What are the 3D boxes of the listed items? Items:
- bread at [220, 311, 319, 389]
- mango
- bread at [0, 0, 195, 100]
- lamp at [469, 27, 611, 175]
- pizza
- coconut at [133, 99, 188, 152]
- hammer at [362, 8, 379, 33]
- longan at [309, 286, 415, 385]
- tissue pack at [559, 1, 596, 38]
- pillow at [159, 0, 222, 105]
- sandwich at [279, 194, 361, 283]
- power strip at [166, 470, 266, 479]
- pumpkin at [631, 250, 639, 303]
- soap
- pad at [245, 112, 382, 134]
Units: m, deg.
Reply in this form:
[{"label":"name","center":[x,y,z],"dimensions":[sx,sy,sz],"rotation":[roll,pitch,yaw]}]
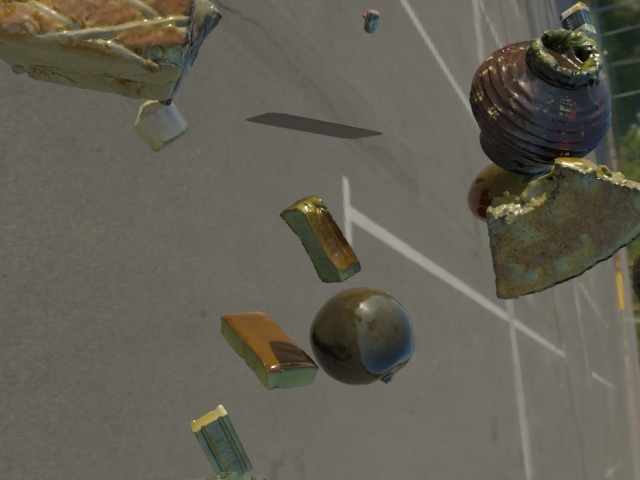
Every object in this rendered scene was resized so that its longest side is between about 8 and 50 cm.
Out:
[{"label":"bread","center":[-0.144,0.287,1.959],"dimensions":[0.138,0.361,0.077],"rotation":[0,107,-27]},{"label":"mango","center":[0.378,-0.109,1.470],"dimensions":[0.289,0.146,0.129],"rotation":[93,-24,-77]},{"label":"bread","center":[-0.422,-0.487,1.436],"dimensions":[0.279,0.390,0.370],"rotation":[141,-44,-82]},{"label":"lamp","center":[0.363,-0.231,1.220],"dimensions":[0.247,0.247,0.246],"rotation":[-10,90,-68]},{"label":"pizza","center":[0.378,-0.034,1.190],"dimensions":[0.223,0.323,0.089],"rotation":[40,28,-27]},{"label":"coconut","center":[-0.396,-0.287,1.815],"dimensions":[0.122,0.116,0.116],"rotation":[57,27,-9]},{"label":"hammer","center":[0.109,-0.495,1.654],"dimensions":[0.083,0.031,0.052],"rotation":[-110,-149,-60]},{"label":"longan","center":[0.115,0.263,2.026],"dimensions":[0.297,0.297,0.297],"rotation":[-10,90,-68]},{"label":"tissue pack","center":[0.581,-0.486,1.673],"dimensions":[0.042,0.062,0.083],"rotation":[8,65,-39]},{"label":"pillow","center":[-0.322,-0.446,1.698],"dimensions":[0.067,0.173,0.270],"rotation":[29,94,-44]},{"label":"sandwich","center":[0.000,0.000,1.768],"dimensions":[0.214,0.065,0.186],"rotation":[59,-16,-8]},{"label":"power strip","center":[-0.227,0.550,1.671],"dimensions":[0.145,0.216,0.061],"rotation":[29,56,-79]},{"label":"pumpkin","center":[0.891,0.094,1.871],"dimensions":[0.162,0.219,0.218],"rotation":[45,39,-74]},{"label":"soap","center":[-0.247,0.519,1.865],"dimensions":[0.037,0.092,0.252],"rotation":[43,-23,46]},{"label":"pad","center":[-0.001,-0.364,2.181],"dimensions":[0.376,0.315,0.063],"rotation":[6,91,-28]}]
